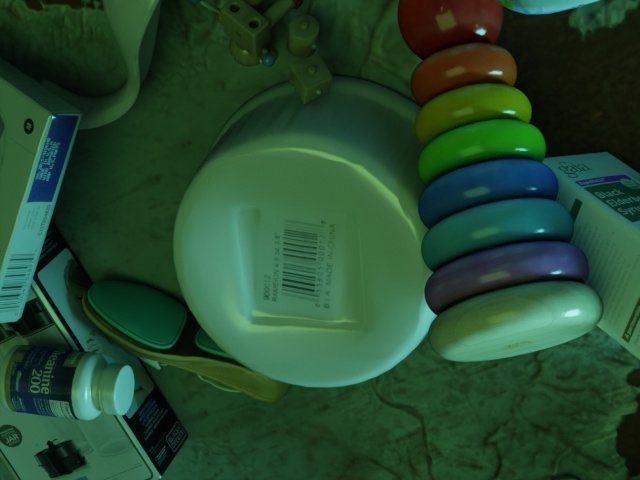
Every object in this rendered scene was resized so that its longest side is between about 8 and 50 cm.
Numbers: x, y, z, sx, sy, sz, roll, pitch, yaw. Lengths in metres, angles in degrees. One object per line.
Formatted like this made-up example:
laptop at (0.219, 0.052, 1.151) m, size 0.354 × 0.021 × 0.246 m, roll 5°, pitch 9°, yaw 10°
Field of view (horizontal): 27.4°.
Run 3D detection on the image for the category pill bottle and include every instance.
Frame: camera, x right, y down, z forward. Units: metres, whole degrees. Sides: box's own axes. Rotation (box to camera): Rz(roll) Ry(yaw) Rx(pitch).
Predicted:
pill bottle at (-0.246, 0.140, 1.277) m, size 0.120 × 0.067 × 0.067 m, roll 5°, pitch 114°, yaw 14°

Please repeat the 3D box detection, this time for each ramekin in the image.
ramekin at (0.000, 0.000, 1.199) m, size 0.277 × 0.135 × 0.277 m, roll 6°, pitch 115°, yaw 14°

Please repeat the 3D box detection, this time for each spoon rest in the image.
spoon rest at (-0.174, -0.193, 1.187) m, size 0.084 × 0.137 × 0.276 m, roll 28°, pitch 135°, yaw -18°

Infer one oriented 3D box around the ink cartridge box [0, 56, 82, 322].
ink cartridge box at (-0.338, -0.070, 1.252) m, size 0.224 × 0.045 × 0.223 m, roll 33°, pitch 113°, yaw 33°

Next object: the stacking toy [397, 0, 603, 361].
stacking toy at (0.126, -0.074, 1.076) m, size 0.141 × 0.141 × 0.330 m, roll -18°, pitch 73°, yaw 24°

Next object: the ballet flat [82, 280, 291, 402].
ballet flat at (-0.136, 0.111, 1.327) m, size 0.232 × 0.080 × 0.073 m, roll 19°, pitch 132°, yaw 10°

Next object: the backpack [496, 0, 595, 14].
backpack at (0.175, -0.317, 0.880) m, size 0.290 × 0.355 × 0.273 m, roll -9°, pitch 111°, yaw 20°

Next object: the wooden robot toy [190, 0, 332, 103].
wooden robot toy at (-0.051, -0.185, 1.182) m, size 0.173 × 0.076 × 0.079 m, roll 42°, pitch 158°, yaw 15°

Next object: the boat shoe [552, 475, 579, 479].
boat shoe at (0.276, 0.301, 1.295) m, size 0.152 × 0.049 × 0.056 m, roll 44°, pitch 118°, yaw -5°

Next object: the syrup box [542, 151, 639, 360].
syrup box at (0.269, 0.023, 1.079) m, size 0.237 × 0.093 × 0.096 m, roll 44°, pitch 128°, yaw 39°

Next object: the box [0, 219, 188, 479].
box at (-0.289, 0.137, 1.377) m, size 0.169 × 0.087 × 0.290 m, roll -23°, pitch 104°, yaw 24°
